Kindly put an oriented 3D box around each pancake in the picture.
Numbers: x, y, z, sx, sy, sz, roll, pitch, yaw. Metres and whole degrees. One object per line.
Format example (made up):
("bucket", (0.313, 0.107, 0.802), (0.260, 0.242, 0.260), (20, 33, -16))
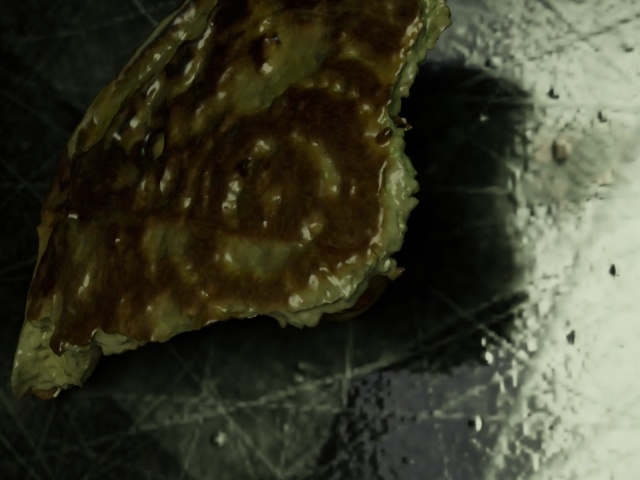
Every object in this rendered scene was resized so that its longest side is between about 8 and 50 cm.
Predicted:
("pancake", (-0.043, -0.045, 0.844), (0.257, 0.056, 0.212), (-15, 59, 34))

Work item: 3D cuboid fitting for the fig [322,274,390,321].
("fig", (0.000, 0.000, 0.841), (0.050, 0.050, 0.083), (-37, 51, 11))
